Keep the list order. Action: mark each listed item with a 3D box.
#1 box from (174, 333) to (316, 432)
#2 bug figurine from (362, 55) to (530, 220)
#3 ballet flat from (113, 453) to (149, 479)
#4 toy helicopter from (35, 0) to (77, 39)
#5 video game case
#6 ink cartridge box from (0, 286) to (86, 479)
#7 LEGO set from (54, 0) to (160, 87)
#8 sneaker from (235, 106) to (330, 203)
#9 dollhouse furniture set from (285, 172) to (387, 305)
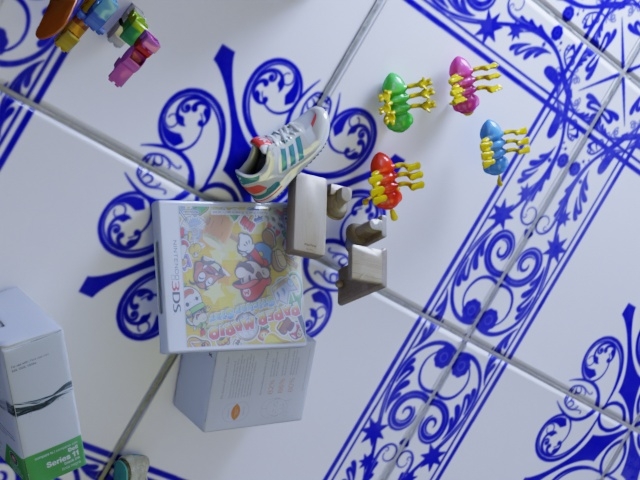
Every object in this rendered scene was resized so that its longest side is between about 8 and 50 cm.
[{"bbox_3d":[-0.108,0.191,2.143,0.170,0.091,0.130,-2,111,-35],"label":"box"},{"bbox_3d":[0.172,-0.156,2.199,0.279,0.072,0.216,-17,113,-23],"label":"bug figurine"},{"bbox_3d":[-0.273,0.384,2.139,0.052,0.057,0.168,-4,113,-44],"label":"ballet flat"},{"bbox_3d":[-0.289,-0.389,1.736,0.355,0.140,0.235,-36,121,-33],"label":"toy helicopter"},{"bbox_3d":[-0.123,0.049,2.054,0.227,0.026,0.206,0,83,-36],"label":"video game case"},{"bbox_3d":[-0.381,0.184,1.908,0.087,0.153,0.208,-20,122,-28],"label":"ink cartridge box"},{"bbox_3d":[-0.263,-0.245,1.781,0.087,0.227,0.093,40,97,-20],"label":"LEGO set"},{"bbox_3d":[-0.053,-0.129,2.060,0.161,0.057,0.075,-50,135,-3],"label":"sneaker"},{"bbox_3d":[0.000,0.000,2.145,0.151,0.123,0.144,11,70,-27],"label":"dollhouse furniture set"}]
